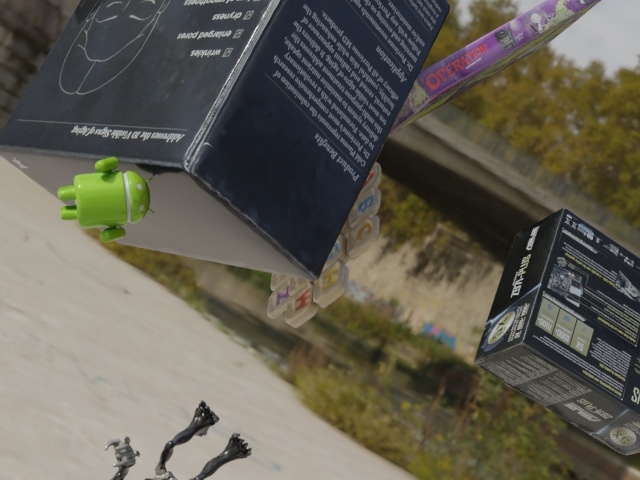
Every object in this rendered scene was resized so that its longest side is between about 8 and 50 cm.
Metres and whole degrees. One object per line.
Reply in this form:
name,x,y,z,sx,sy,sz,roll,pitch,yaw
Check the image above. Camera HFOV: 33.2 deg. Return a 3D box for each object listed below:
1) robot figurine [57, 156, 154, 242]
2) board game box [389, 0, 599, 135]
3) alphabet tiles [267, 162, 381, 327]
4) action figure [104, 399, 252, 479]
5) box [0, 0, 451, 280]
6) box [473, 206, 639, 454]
robot figurine,-0.261,-0.050,1.311,0.115,0.101,0.067,-5,10,-15
board game box,0.264,-0.289,1.694,0.056,0.346,0.208,60,-18,-2
alphabet tiles,0.000,0.000,1.744,0.021,0.278,0.284,30,43,-26
action figure,-0.238,0.342,1.497,0.164,0.275,0.141,43,-20,20
box,-0.146,-0.238,1.564,0.479,0.472,0.297,9,-25,45
box,0.248,0.084,0.967,0.180,0.147,0.077,31,-30,-14
